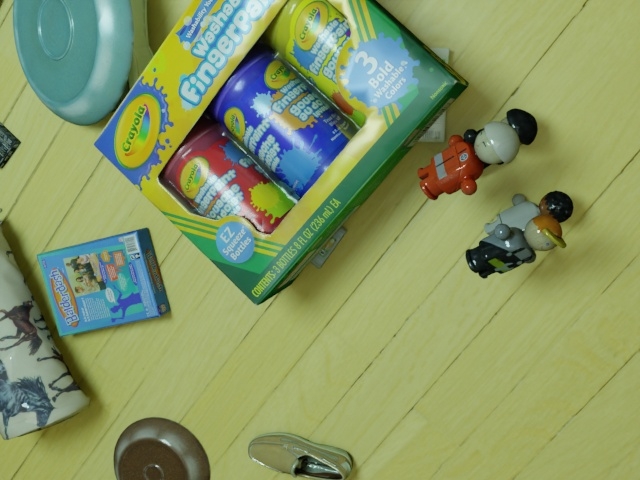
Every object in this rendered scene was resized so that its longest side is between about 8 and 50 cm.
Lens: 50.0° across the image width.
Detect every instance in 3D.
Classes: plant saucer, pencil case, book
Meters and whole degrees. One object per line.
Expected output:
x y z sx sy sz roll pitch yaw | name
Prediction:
-0.305 0.430 1.282 0.199 0.036 0.198 2 99 13 | plant saucer
-0.570 0.164 1.239 0.160 0.183 0.410 -26 93 -3 | pencil case
0.151 -0.228 1.078 0.096 0.035 0.144 4 99 10 | book
-0.419 -0.347 1.121 0.318 0.044 0.317 10 106 37 | plant saucer

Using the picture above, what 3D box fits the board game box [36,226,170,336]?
-0.393 0.077 1.244 0.210 0.047 0.160 -12 96 15 | board game box

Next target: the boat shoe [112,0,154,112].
-0.345 -0.366 1.133 0.099 0.116 0.319 -3 103 10 | boat shoe

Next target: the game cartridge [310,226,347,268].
0.000 0.000 1.156 0.056 0.017 0.083 37 105 10 | game cartridge

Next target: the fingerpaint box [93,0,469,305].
-0.068 -0.191 1.046 0.371 0.163 0.445 45 110 6 | fingerpaint box

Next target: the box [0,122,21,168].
-0.605 -0.185 1.270 0.083 0.018 0.067 42 105 4 | box

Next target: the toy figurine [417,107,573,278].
0.263 -0.071 0.980 0.148 0.213 0.209 -30 90 30 | toy figurine

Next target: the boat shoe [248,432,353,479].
-0.042 0.381 1.192 0.190 0.072 0.068 3 99 13 | boat shoe
